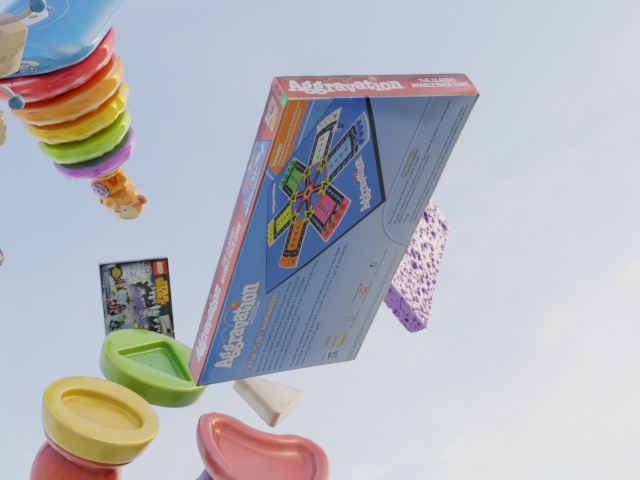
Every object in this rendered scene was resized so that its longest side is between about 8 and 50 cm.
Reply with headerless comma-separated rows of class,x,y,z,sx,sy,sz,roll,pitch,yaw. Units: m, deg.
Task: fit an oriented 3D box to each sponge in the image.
sponge,0.122,0.012,1.419,0.031,0.210,0.117,-18,-55,32

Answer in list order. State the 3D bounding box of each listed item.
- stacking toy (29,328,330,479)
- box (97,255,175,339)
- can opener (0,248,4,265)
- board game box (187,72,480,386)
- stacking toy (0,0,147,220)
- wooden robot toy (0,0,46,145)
stacking toy,-0.155,0.234,1.147,0.309,0.279,0.130,22,-74,-6
box,-0.248,0.093,1.410,0.094,0.027,0.137,-7,-83,-17
can opener,-0.476,0.083,1.191,0.283,0.095,0.076,-33,-71,32
board game box,0.000,0.000,0.752,0.145,0.027,0.281,-7,-42,-29
stacking toy,-0.284,-0.138,1.248,0.175,0.166,0.302,-2,-49,19
wooden robot toy,-0.255,-0.128,0.732,0.079,0.076,0.173,-46,-11,-47
